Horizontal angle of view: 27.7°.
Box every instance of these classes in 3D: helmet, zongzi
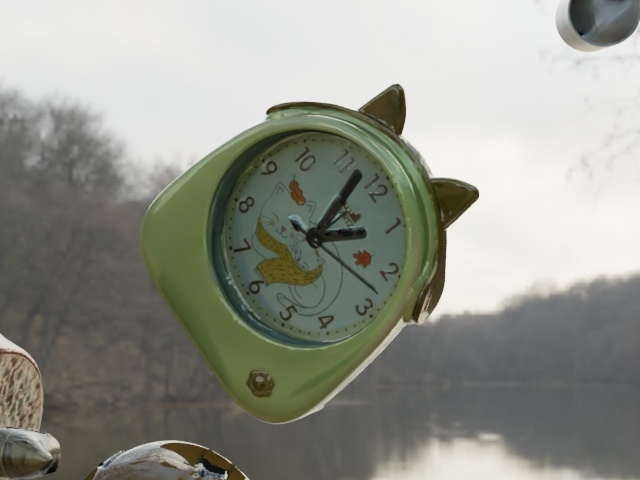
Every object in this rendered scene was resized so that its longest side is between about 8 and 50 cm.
[{"bbox_3d":[-0.140,0.251,1.090,0.199,0.130,0.224,1,30,19],"label":"helmet"},{"bbox_3d":[-0.206,0.161,0.972,0.083,0.040,0.076,-3,-12,32],"label":"zongzi"}]

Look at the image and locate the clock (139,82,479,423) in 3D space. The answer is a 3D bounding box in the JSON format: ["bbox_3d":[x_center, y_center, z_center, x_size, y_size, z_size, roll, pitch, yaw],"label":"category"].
[{"bbox_3d":[0.000,0.000,1.368,0.348,0.286,0.117,-39,-13,20],"label":"clock"}]

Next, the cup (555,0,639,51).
[{"bbox_3d":[0.401,-0.315,1.800,0.136,0.099,0.133,-6,4,2],"label":"cup"}]

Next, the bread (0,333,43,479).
[{"bbox_3d":[-0.416,0.212,1.312,0.114,0.295,0.327,32,-27,19],"label":"bread"}]
